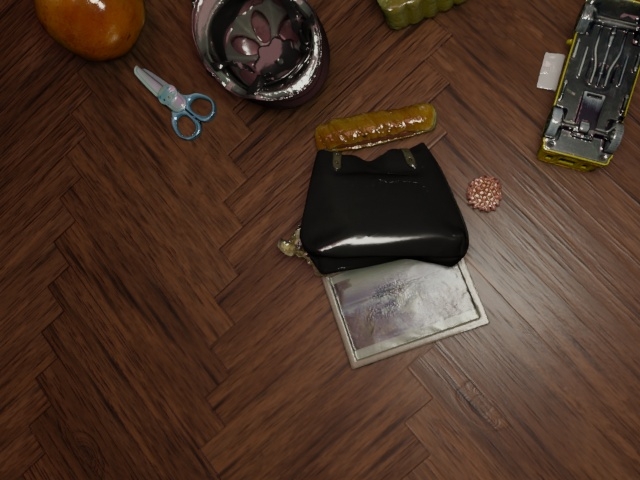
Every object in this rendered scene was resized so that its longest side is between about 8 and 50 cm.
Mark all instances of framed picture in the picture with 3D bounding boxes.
[{"bbox_3d":[0.179,0.125,1.254,0.315,0.024,0.231,-22,76,9],"label":"framed picture"}]

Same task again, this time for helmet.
[{"bbox_3d":[-0.118,-0.447,1.319,0.338,0.197,0.271,42,100,16],"label":"helmet"}]

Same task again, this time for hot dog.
[{"bbox_3d":[0.123,-0.261,1.307,0.286,0.061,0.087,-13,68,11],"label":"hot dog"}]

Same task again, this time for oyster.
[{"bbox_3d":[0.000,0.000,1.287,0.191,0.081,0.163,6,73,-8],"label":"oyster"}]

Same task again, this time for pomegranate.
[{"bbox_3d":[-0.572,-0.592,1.430,0.265,0.264,0.264,-2,82,14],"label":"pomegranate"}]

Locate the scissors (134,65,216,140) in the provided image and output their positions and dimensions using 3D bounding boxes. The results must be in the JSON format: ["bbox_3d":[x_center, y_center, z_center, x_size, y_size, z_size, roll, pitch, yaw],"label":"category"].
[{"bbox_3d":[-0.384,-0.367,1.461,0.256,0.030,0.125,40,93,13],"label":"scissors"}]

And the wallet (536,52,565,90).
[{"bbox_3d":[0.505,-0.370,1.250,0.044,0.011,0.083,15,86,16],"label":"wallet"}]

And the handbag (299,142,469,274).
[{"bbox_3d":[0.124,-0.078,1.219,0.343,0.152,0.287,-2,63,-2],"label":"handbag"}]

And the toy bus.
[{"bbox_3d":[0.553,-0.315,1.160,0.144,0.152,0.330,18,89,10],"label":"toy bus"}]

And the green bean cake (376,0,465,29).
[{"bbox_3d":[0.216,-0.627,1.301,0.233,0.124,0.236,-23,77,11],"label":"green bean cake"}]

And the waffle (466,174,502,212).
[{"bbox_3d":[0.356,-0.101,1.240,0.075,0.029,0.083,8,86,15],"label":"waffle"}]

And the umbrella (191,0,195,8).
[{"bbox_3d":[-0.251,-0.730,1.447,0.143,0.094,0.348,1,85,-15],"label":"umbrella"}]
